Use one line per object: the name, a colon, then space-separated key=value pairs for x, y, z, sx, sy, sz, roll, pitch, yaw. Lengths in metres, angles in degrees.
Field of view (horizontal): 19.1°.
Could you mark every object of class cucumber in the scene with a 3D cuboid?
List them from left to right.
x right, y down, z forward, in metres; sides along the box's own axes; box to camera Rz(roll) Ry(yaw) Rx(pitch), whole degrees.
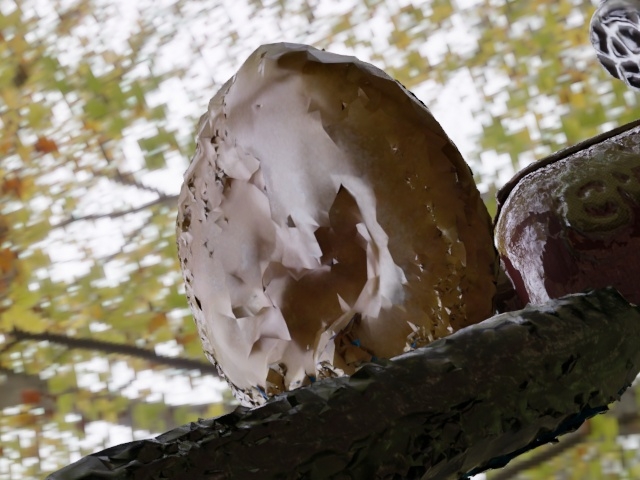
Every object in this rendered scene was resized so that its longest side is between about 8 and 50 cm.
cucumber: x=0.022 y=0.053 z=0.516 sx=0.257 sy=0.044 sz=0.043 roll=-16 pitch=-45 yaw=-48

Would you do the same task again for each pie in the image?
pie: x=-0.002 y=0.000 z=1.188 sx=0.069 sy=0.273 sz=0.273 roll=-11 pitch=-92 yaw=-41

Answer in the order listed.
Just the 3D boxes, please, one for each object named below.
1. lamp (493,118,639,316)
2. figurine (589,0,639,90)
lamp: x=0.240 y=-0.004 z=1.414 sx=0.258 sy=0.180 sz=0.180 roll=-25 pitch=-84 yaw=1
figurine: x=0.291 y=-0.198 z=1.012 sx=0.196 sy=0.323 sz=0.320 roll=8 pitch=-85 yaw=-28
